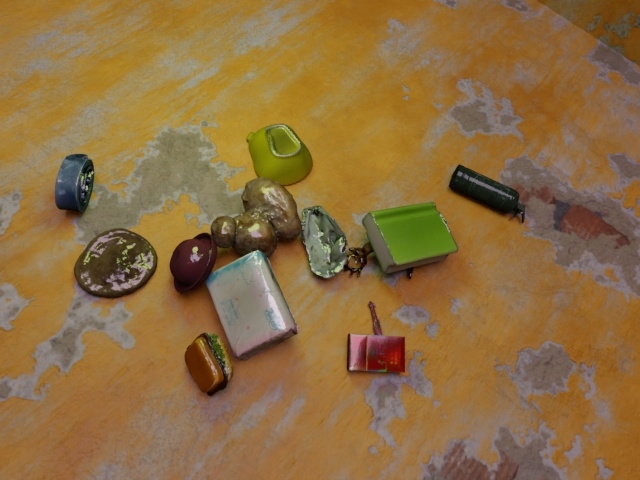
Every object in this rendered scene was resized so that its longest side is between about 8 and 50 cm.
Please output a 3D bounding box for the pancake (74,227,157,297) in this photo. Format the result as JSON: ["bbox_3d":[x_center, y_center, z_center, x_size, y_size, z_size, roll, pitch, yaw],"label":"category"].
[{"bbox_3d":[-0.627,0.061,1.514,0.242,0.050,0.241,5,61,-10],"label":"pancake"}]

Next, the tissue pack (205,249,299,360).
[{"bbox_3d":[-0.205,0.190,1.465,0.202,0.124,0.271,-28,70,5],"label":"tissue pack"}]

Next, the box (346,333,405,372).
[{"bbox_3d":[0.169,0.343,1.510,0.175,0.048,0.112,4,78,-9],"label":"box"}]

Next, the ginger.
[{"bbox_3d":[-0.202,-0.054,1.593,0.244,0.155,0.304,44,56,-5],"label":"ginger"}]

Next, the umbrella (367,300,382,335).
[{"bbox_3d":[0.179,0.270,1.580,0.027,0.025,0.165,-13,63,1],"label":"umbrella"}]

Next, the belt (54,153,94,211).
[{"bbox_3d":[-0.768,-0.183,1.561,0.082,0.141,0.190,7,59,-9],"label":"belt"}]

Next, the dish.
[{"bbox_3d":[-0.144,-0.336,1.784,0.221,0.108,0.262,-19,68,-21],"label":"dish"}]

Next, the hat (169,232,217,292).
[{"bbox_3d":[-0.395,0.058,1.481,0.089,0.206,0.205,30,53,-39],"label":"hat"}]

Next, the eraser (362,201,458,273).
[{"bbox_3d":[0.299,-0.016,1.653,0.274,0.092,0.209,-13,70,-29],"label":"eraser"}]

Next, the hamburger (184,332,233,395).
[{"bbox_3d":[-0.302,0.342,1.391,0.087,0.137,0.165,-8,62,-51],"label":"hamburger"}]

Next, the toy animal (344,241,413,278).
[{"bbox_3d":[0.215,0.032,1.677,0.244,0.087,0.259,23,58,3],"label":"toy animal"}]

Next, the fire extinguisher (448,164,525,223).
[{"bbox_3d":[0.641,-0.173,1.866,0.312,0.095,0.114,24,98,3],"label":"fire extinguisher"}]

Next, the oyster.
[{"bbox_3d":[-0.001,-0.001,1.650,0.252,0.087,0.199,37,81,28],"label":"oyster"}]
